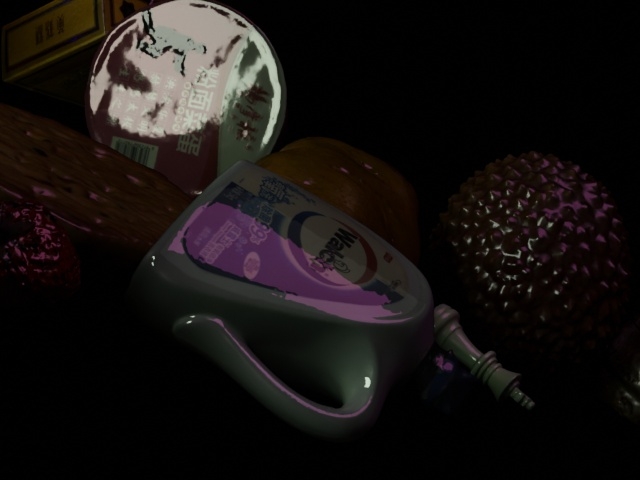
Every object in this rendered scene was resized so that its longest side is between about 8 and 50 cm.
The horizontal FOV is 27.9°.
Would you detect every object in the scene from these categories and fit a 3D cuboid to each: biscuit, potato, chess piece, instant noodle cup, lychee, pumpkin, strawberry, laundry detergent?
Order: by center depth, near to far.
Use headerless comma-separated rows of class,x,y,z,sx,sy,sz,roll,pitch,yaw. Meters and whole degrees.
strawberry,-0.210,0.014,0.921,0.083,0.083,0.096,37,10,38
laundry detergent,-0.002,0.069,1.067,0.280,0.105,0.215,36,39,4
biscuit,-0.249,-0.056,1.234,0.359,0.046,0.359,28,12,-6
potato,0.000,0.000,1.337,0.176,0.196,0.369,-8,13,15
chess piece,0.172,0.132,1.388,0.149,0.059,0.059,38,14,25
instant noodle cup,-0.140,-0.155,1.525,0.234,0.235,0.178,30,3,9
lychee,0.265,0.022,1.600,0.267,0.267,0.267,27,11,-6
pumpkin,0.427,0.159,1.696,0.126,0.131,0.248,27,9,-5

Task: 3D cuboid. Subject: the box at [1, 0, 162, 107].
box,-0.242,-0.236,1.699,0.192,0.084,0.301,-18,-19,34
